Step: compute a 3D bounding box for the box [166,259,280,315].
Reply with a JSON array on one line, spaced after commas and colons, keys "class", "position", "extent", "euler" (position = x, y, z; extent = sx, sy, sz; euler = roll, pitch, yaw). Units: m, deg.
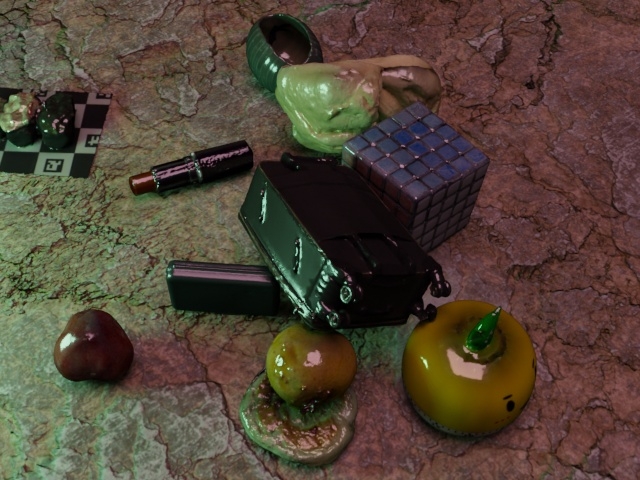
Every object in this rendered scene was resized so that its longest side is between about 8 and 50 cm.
[{"class": "box", "position": [-0.198, 0.099, 1.700], "extent": [0.230, 0.160, 0.050], "euler": [4, 59, -2]}]

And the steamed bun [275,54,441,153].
[{"class": "steamed bun", "position": [0.087, -0.323, 1.967], "extent": [0.372, 0.324, 0.230], "euler": [-8, 97, -26]}]

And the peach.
[{"class": "peach", "position": [-0.448, 0.212, 1.610], "extent": [0.152, 0.152, 0.152], "euler": [2, 53, -3]}]

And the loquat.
[{"class": "loquat", "position": [-0.018, 0.229, 1.563], "extent": [0.172, 0.149, 0.204], "euler": [-6, 38, -4]}]

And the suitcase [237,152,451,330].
[{"class": "suitcase", "position": [0.033, 0.008, 1.630], "extent": [0.283, 0.194, 0.434], "euler": [0, 39, -35]}]

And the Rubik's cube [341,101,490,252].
[{"class": "Rubik's cube", "position": [0.201, -0.126, 1.850], "extent": [0.237, 0.238, 0.237], "euler": [-32, 61, -27]}]

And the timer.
[{"class": "timer", "position": [0.292, 0.220, 1.576], "extent": [0.285, 0.285, 0.285], "euler": [2, 53, -3]}]

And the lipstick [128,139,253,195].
[{"class": "lipstick", "position": [-0.303, -0.167, 1.943], "extent": [0.299, 0.081, 0.081], "euler": [-17, 56, -18]}]

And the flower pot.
[{"class": "flower pot", "position": [-0.095, -0.482, 2.147], "extent": [0.189, 0.157, 0.243], "euler": [-17, 55, -18]}]

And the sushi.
[{"class": "sushi", "position": [-0.726, -0.306, 2.005], "extent": [0.373, 0.100, 0.296], "euler": [4, 53, -1]}]

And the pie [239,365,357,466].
[{"class": "pie", "position": [-0.042, 0.329, 1.607], "extent": [0.240, 0.054, 0.241], "euler": [3, 51, -3]}]
